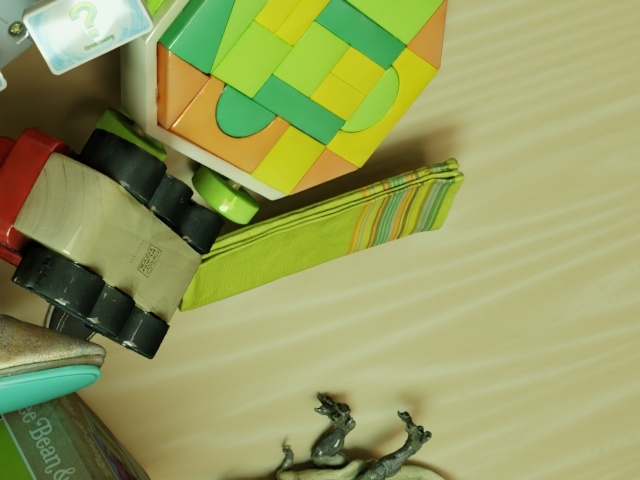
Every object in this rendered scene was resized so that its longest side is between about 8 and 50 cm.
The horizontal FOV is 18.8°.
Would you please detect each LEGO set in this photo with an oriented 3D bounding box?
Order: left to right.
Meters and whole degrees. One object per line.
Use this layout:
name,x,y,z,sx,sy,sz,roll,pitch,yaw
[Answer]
LEGO set,-0.252,-0.155,1.243,0.244,0.060,0.182,-24,123,3

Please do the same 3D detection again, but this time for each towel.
towel,0.000,0.000,1.546,0.237,0.021,0.102,-19,155,-17

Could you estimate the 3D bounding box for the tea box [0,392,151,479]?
tea box,-0.251,0.297,1.426,0.323,0.329,0.220,-38,128,-2

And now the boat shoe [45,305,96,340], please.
boat shoe,-0.167,0.041,1.499,0.046,0.038,0.125,35,99,-38

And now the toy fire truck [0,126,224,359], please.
toy fire truck,-0.227,-0.014,1.370,0.158,0.246,0.217,-62,162,-7

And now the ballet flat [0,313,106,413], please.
ballet flat,-0.313,0.091,1.361,0.316,0.106,0.107,-16,166,-11

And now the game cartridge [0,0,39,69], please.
game cartridge,-0.209,-0.251,1.291,0.297,0.062,0.198,-50,132,7

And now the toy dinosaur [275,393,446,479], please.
toy dinosaur,0.032,0.198,1.689,0.268,0.064,0.118,0,125,-30

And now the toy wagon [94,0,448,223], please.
toy wagon,-0.048,-0.156,1.392,0.267,0.068,0.344,-51,142,8
